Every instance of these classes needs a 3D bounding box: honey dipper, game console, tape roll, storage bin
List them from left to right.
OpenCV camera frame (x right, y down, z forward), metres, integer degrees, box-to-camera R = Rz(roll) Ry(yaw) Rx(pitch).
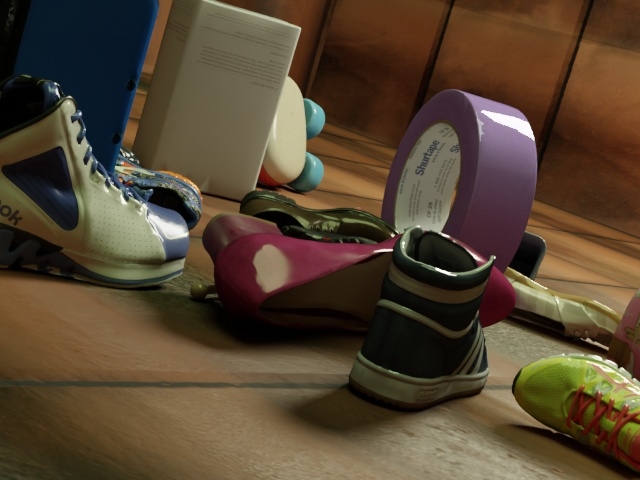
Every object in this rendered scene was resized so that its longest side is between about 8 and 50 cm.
[{"bbox_3d":[-0.367,-0.197,1.566,0.250,0.293,0.173,21,8,26],"label":"game console"},{"bbox_3d":[-0.086,0.050,1.427,0.030,0.030,0.161,21,13,27],"label":"honey dipper"},{"bbox_3d":[0.180,-0.060,1.793,0.090,0.274,0.275,13,10,-21],"label":"tape roll"},{"bbox_3d":[0.267,0.037,2.006,0.135,0.098,0.091,19,-18,20],"label":"storage bin"}]

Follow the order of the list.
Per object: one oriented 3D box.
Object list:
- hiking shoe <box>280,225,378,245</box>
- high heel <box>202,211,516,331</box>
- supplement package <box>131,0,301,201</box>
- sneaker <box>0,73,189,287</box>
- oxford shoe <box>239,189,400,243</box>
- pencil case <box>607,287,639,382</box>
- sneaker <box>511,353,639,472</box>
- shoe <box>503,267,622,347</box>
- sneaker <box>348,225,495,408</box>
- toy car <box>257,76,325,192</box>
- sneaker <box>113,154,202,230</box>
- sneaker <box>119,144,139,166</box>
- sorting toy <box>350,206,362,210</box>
[{"bbox_3d":[0.051,0.031,1.603,0.114,0.086,0.227,2,16,-46],"label":"hiking shoe"},{"bbox_3d":[0.063,0.067,1.386,0.377,0.127,0.181,8,22,-22],"label":"high heel"},{"bbox_3d":[-0.174,-0.233,2.142,0.178,0.293,0.175,13,10,-22],"label":"supplement package"},{"bbox_3d":[-0.252,-0.063,1.308,0.315,0.182,0.127,8,14,-43],"label":"sneaker"},{"bbox_3d":[0.000,0.000,1.772,0.227,0.082,0.096,10,20,-3],"label":"oxford shoe"},{"bbox_3d":[0.495,0.161,1.416,0.386,0.167,0.160,27,-22,48],"label":"pencil case"},{"bbox_3d":[0.275,0.164,1.219,0.209,0.081,0.094,19,11,11],"label":"sneaker"},{"bbox_3d":[0.318,0.102,1.797,0.219,0.058,0.076,25,-20,21],"label":"shoe"},{"bbox_3d":[0.122,0.067,1.294,0.099,0.153,0.282,20,9,19],"label":"sneaker"},{"bbox_3d":[-0.148,-0.188,2.448,0.238,0.210,0.219,-11,-22,32],"label":"toy car"},{"bbox_3d":[-0.244,-0.063,1.668,0.221,0.083,0.087,11,16,-23],"label":"sneaker"},{"bbox_3d":[-0.286,-0.102,1.832,0.121,0.079,0.217,28,10,-39],"label":"sneaker"},{"bbox_3d":[0.026,-0.015,1.931,0.042,0.061,0.102,20,28,27],"label":"sorting toy"}]
